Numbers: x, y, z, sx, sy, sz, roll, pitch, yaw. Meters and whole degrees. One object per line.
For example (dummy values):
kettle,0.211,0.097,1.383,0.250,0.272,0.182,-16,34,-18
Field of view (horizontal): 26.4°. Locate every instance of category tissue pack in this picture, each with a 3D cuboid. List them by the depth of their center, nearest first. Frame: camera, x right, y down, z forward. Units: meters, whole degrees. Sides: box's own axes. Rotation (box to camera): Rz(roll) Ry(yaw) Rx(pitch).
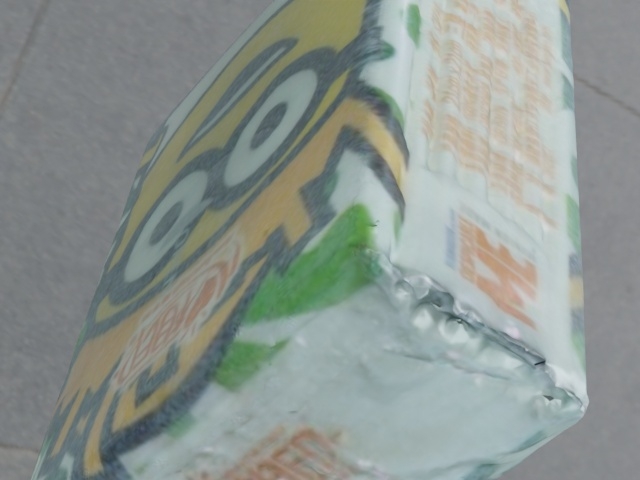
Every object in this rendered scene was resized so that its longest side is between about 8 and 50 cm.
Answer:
tissue pack,0.000,0.000,0.604,0.128,0.310,0.228,36,123,-18
